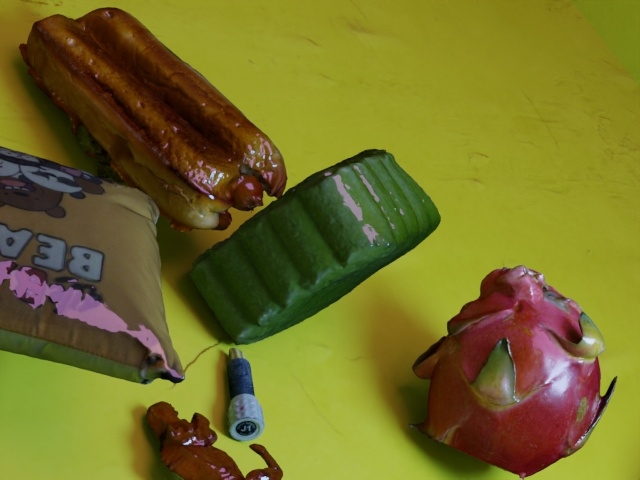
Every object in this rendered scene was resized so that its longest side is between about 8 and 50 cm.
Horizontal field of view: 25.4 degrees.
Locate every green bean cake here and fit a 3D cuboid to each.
[{"bbox_3d":[0.000,0.000,1.547,0.125,0.222,0.248,57,25,7],"label":"green bean cake"}]

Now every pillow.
[{"bbox_3d":[-0.275,0.004,1.241,0.310,0.119,0.312,17,25,-17],"label":"pillow"}]

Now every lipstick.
[{"bbox_3d":[-0.079,0.151,1.447,0.037,0.037,0.116,28,30,-27],"label":"lipstick"}]

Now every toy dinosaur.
[{"bbox_3d":[-0.010,0.306,1.277,0.208,0.097,0.432,-6,52,-37],"label":"toy dinosaur"}]

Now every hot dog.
[{"bbox_3d":[-0.190,-0.128,1.553,0.158,0.117,0.349,-23,55,-42],"label":"hot dog"}]

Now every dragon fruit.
[{"bbox_3d":[0.223,0.153,1.623,0.224,0.227,0.224,30,-6,4],"label":"dragon fruit"}]
